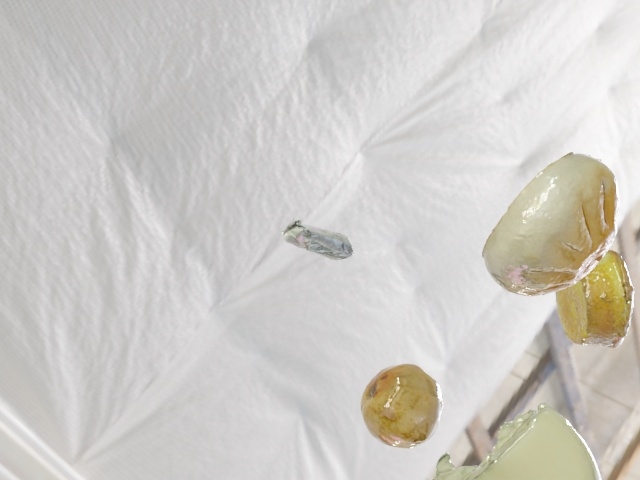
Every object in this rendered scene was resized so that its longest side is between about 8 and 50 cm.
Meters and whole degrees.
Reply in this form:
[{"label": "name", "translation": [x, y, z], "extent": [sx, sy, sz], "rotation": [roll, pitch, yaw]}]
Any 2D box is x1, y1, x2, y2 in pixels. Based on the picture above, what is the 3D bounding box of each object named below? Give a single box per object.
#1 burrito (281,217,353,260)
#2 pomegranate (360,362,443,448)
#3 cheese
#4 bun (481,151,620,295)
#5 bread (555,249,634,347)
[{"label": "burrito", "translation": [-0.001, 0.001, 1.789], "extent": [0.203, 0.064, 0.064], "rotation": [18, -85, -52]}, {"label": "pomegranate", "translation": [0.198, 0.398, 2.153], "extent": [0.207, 0.207, 0.207], "rotation": [-24, -54, -38]}, {"label": "cheese", "translation": [0.329, 0.402, 1.480], "extent": [0.266, 0.233, 0.127], "rotation": [-32, -22, -25]}, {"label": "bun", "translation": [0.447, -0.013, 1.644], "extent": [0.299, 0.165, 0.299], "rotation": [-40, -23, -20]}, {"label": "bread", "translation": [0.687, 0.153, 2.246], "extent": [0.145, 0.268, 0.268], "rotation": [-6, -60, -4]}]
